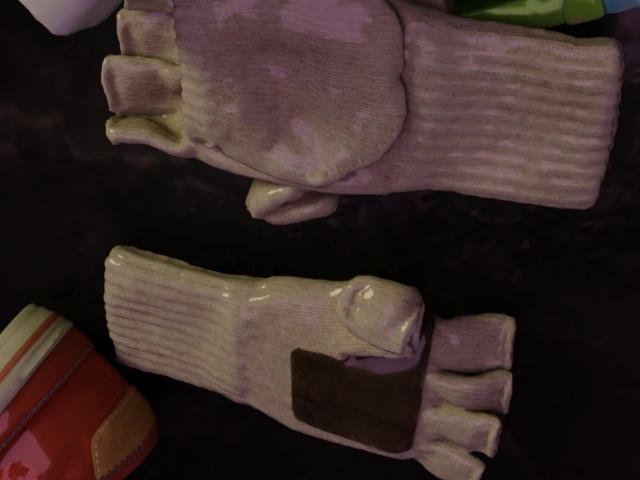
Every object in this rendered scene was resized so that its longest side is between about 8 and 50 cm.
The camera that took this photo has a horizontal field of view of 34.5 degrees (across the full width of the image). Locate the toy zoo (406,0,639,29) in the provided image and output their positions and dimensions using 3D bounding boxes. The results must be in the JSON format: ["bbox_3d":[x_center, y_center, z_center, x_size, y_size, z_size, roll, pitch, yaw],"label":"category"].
[{"bbox_3d":[0.146,-0.184,0.323,0.293,0.030,0.192,-12,113,21],"label":"toy zoo"}]

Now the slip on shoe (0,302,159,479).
[{"bbox_3d":[-0.197,0.177,0.560,0.101,0.123,0.331,36,116,-6],"label":"slip on shoe"}]

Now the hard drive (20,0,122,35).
[{"bbox_3d":[-0.044,-0.230,0.274,0.307,0.040,0.203,-38,95,31],"label":"hard drive"}]

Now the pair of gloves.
[{"bbox_3d":[0.000,0.000,0.434,0.204,0.042,0.240,16,128,7],"label":"pair of gloves"}]
